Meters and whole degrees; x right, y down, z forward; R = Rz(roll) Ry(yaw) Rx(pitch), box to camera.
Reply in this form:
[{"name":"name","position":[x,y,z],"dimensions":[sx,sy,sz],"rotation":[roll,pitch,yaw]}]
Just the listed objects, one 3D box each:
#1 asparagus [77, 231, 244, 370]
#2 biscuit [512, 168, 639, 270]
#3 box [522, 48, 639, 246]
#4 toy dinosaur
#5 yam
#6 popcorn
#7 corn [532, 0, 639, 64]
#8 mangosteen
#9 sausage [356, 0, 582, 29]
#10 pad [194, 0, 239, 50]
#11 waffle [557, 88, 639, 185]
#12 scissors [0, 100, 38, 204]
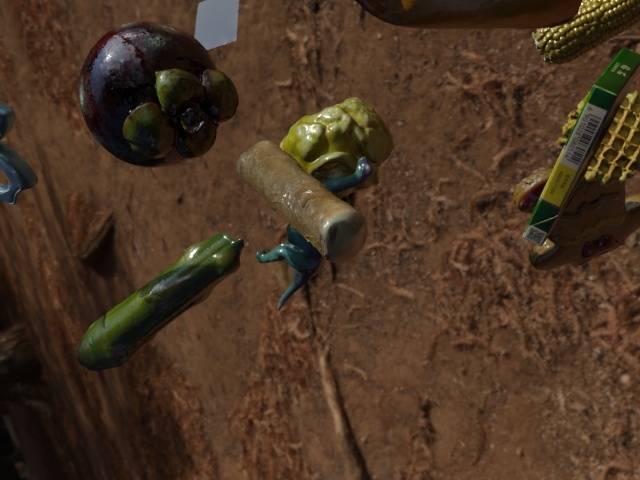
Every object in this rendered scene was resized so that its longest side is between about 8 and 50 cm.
[{"name":"asparagus","position":[-0.226,0.084,1.004],"dimensions":[0.343,0.085,0.082],"rotation":[-38,83,21]},{"name":"biscuit","position":[0.721,-0.079,1.845],"dimensions":[0.076,0.368,0.394],"rotation":[-107,-10,-45]},{"name":"box","position":[0.332,-0.114,0.877],"dimensions":[0.034,0.132,0.235],"rotation":[29,135,18]},{"name":"toy dinosaur","position":[0.000,0.000,1.579],"dimensions":[0.331,0.129,0.383],"rotation":[8,104,47]},{"name":"yam","position":[-0.033,-0.063,0.937],"dimensions":[0.357,0.081,0.081],"rotation":[-137,32,-58]},{"name":"popcorn","position":[0.018,-0.231,1.778],"dimensions":[0.334,0.293,0.293],"rotation":[-49,38,45]},{"name":"corn","position":[0.508,-0.404,1.225],"dimensions":[0.091,0.260,0.091],"rotation":[66,-162,15]},{"name":"mangosteen","position":[-0.327,-0.287,1.364],"dimensions":[0.300,0.300,0.300],"rotation":[44,147,39]},{"name":"sausage","position":[0.187,-0.339,0.933],"dimensions":[0.112,0.329,0.112],"rotation":[179,90,-86]},{"name":"pad","position":[-0.263,-0.557,1.745],"dimensions":[0.004,0.127,0.190],"rotation":[49,-145,-54]},{"name":"waffle","position":[0.529,-0.191,1.253],"dimensions":[0.191,0.191,0.038],"rotation":[64,178,5]},{"name":"scissors","position":[-0.529,-0.150,0.882],"dimensions":[0.361,0.029,0.191],"rotation":[13,134,14]}]
